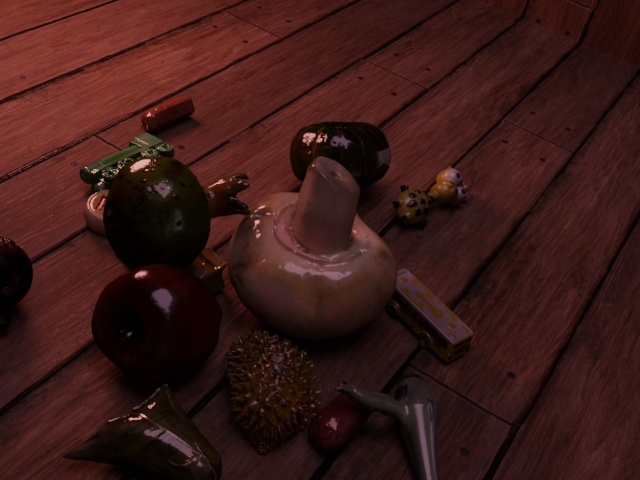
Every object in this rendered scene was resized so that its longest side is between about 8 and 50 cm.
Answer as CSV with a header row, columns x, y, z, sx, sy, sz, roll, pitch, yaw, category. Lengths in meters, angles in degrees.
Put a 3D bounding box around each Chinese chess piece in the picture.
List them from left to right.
x,y,z,sx,sy,sz,roll,pitch,yaw,category
-0.466,-0.062,1.828,0.122,0.051,0.122,9,38,-7,Chinese chess piece

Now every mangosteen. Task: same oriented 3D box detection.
x,y,z,sx,sy,sz,roll,pitch,yaw,category
-0.628,0.078,1.541,0.172,0.184,0.172,-1,-5,0,mangosteen

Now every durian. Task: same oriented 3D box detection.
x,y,z,sx,sy,sz,roll,pitch,yaw,category
-0.084,0.249,1.512,0.183,0.138,0.250,-7,37,-12,durian

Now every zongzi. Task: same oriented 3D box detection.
x,y,z,sx,sy,sz,roll,pitch,yaw,category
-0.282,0.364,1.336,0.204,0.094,0.205,-25,53,-33,zongzi

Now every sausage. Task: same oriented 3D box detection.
x,y,z,sx,sy,sz,roll,pitch,yaw,category
-0.412,-0.332,2.168,0.065,0.065,0.169,33,43,22,sausage
0.035,0.328,1.495,0.076,0.076,0.141,35,43,24,sausage

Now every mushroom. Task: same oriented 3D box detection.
x,y,z,sx,sy,sz,roll,pitch,yaw,category
0.002,0.029,1.689,0.325,0.353,0.353,38,34,-20,mushroom

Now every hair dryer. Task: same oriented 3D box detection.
x,y,z,sx,sy,sz,roll,pitch,yaw,category
0.145,0.347,1.471,0.225,0.088,0.219,6,50,-44,hair dryer

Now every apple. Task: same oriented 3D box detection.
x,y,z,sx,sy,sz,roll,pitch,yaw,category
-0.293,0.150,1.505,0.234,0.234,0.234,9,39,-7,apple

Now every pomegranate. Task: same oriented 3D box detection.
x,y,z,sx,sy,sz,roll,pitch,yaw,category
-0.282,-0.043,1.614,0.286,0.231,0.231,8,39,-9,pomegranate

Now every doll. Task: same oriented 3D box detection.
x,y,z,sx,sy,sz,roll,pitch,yaw,category
0.290,-0.111,2.098,0.291,0.086,0.117,-24,92,-40,doll

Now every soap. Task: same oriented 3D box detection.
x,y,z,sx,sy,sz,roll,pitch,yaw,category
-0.318,0.038,1.733,0.233,0.076,0.135,38,45,28,soap

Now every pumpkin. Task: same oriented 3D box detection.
x,y,z,sx,sy,sz,roll,pitch,yaw,category
0.042,-0.199,2.057,0.260,0.189,0.260,-1,13,0,pumpkin

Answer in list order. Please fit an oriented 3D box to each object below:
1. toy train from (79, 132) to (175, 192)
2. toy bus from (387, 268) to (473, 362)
x,y,z,sx,sy,sz,roll,pitch,yaw,category
-0.460,-0.182,1.957,0.119,0.085,0.251,27,38,24,toy train
0.221,0.161,1.752,0.081,0.074,0.226,-18,50,-34,toy bus
